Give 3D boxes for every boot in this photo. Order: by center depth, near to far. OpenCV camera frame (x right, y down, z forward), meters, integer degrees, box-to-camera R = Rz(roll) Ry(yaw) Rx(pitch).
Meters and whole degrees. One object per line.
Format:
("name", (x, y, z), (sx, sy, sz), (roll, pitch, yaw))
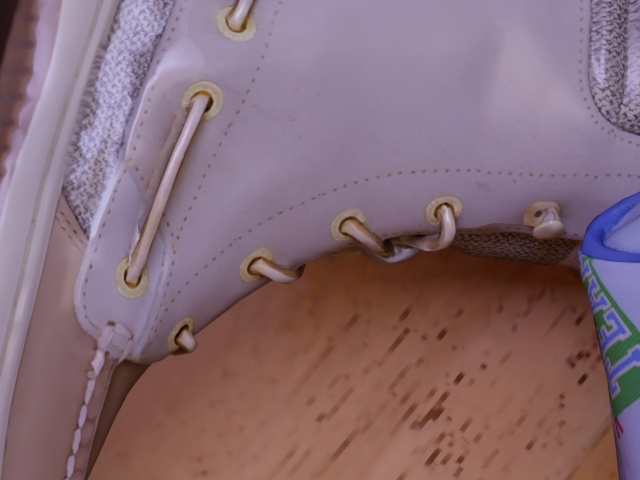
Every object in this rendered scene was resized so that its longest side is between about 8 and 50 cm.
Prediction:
("boot", (0.000, 0.000, 0.519), (0.203, 0.095, 0.262), (13, 86, -18))

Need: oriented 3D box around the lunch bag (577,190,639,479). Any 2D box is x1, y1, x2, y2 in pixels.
("lunch bag", (0.223, 0.022, 0.467), (0.303, 0.243, 0.115), (-16, 101, -48))
